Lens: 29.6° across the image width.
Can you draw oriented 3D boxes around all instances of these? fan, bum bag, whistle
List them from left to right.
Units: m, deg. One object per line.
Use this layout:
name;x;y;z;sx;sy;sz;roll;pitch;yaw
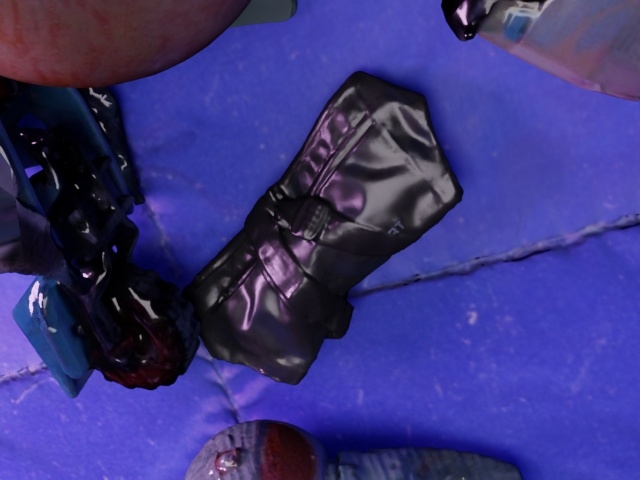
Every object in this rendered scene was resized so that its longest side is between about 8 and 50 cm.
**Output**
fan;-0.111;-0.179;0.999;0.193;0.016;0.038;-11;114;19
bum bag;0.000;0.000;1.025;0.137;0.074;0.310;41;118;4
whistle;0.012;0.237;1.084;0.347;0.189;0.189;-8;113;6

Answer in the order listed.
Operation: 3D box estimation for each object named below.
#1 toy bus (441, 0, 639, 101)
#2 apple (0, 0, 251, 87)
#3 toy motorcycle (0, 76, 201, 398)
toy bus;0.243;-0.280;0.784;0.162;0.171;0.386;26;118;-10
apple;-0.175;-0.271;0.796;0.344;0.269;0.345;-2;97;-17
toy motorcycle;-0.273;-0.031;1.042;0.232;0.172;0.416;-13;121;28
